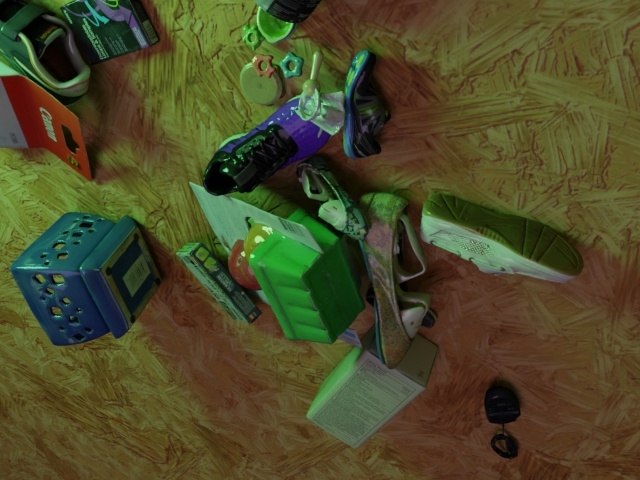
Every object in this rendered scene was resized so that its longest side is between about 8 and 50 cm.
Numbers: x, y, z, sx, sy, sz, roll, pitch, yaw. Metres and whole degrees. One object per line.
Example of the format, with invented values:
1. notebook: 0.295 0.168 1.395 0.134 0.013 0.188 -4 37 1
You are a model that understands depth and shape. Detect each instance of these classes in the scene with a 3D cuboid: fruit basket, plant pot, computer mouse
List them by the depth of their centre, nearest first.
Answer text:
1. fruit basket: -0.083 0.040 1.306 0.353 0.165 0.327 26 148 45
2. computer mouse: 0.390 0.387 1.430 0.071 0.041 0.242 -7 129 11
3. plant pot: -0.506 0.082 1.512 0.212 0.236 0.236 -3 124 20

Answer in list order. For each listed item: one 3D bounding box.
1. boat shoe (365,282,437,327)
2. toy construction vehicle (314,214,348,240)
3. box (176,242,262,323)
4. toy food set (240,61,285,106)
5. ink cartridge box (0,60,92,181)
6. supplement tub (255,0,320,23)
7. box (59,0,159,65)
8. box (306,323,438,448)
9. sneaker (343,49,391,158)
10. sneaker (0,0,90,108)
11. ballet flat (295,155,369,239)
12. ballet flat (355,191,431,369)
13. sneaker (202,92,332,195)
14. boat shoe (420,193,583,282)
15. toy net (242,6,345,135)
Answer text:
1. boat shoe: 0.157 0.140 1.335 0.152 0.049 0.056 26 133 6
2. toy construction vehicle: 0.000 0.000 1.315 0.098 0.035 0.086 26 133 6
3. box: -0.223 0.094 1.471 0.207 0.036 0.114 52 157 -18
4. toy food set: -0.101 -0.271 1.161 0.082 0.020 0.083 13 130 17
5. ink cartridge box: -0.647 -0.256 1.328 0.385 0.091 0.308 35 157 -1
6. supplement tub: -0.015 -0.411 0.941 0.117 0.117 0.190 42 132 -9
7. box: -0.380 -0.389 1.203 0.162 0.029 0.116 -6 122 32
8. box: 0.107 0.311 1.448 0.148 0.121 0.311 34 133 -2
9. sneaker: 0.077 -0.221 1.092 0.078 0.067 0.188 0 126 1
10. sneaker: -0.550 -0.390 1.221 0.321 0.126 0.127 45 143 -23
11. ballet flat: 0.012 -0.070 1.171 0.188 0.070 0.070 55 141 29
12. ballet flat: 0.143 0.080 1.221 0.123 0.123 0.349 -2 108 28
13. sneaker: -0.098 -0.147 1.171 0.293 0.146 0.102 -23 113 38
14. boat shoe: 0.300 0.012 1.136 0.277 0.098 0.096 25 134 20
15. toy net: -0.046 -0.266 1.070 0.122 0.045 0.232 -28 89 27
